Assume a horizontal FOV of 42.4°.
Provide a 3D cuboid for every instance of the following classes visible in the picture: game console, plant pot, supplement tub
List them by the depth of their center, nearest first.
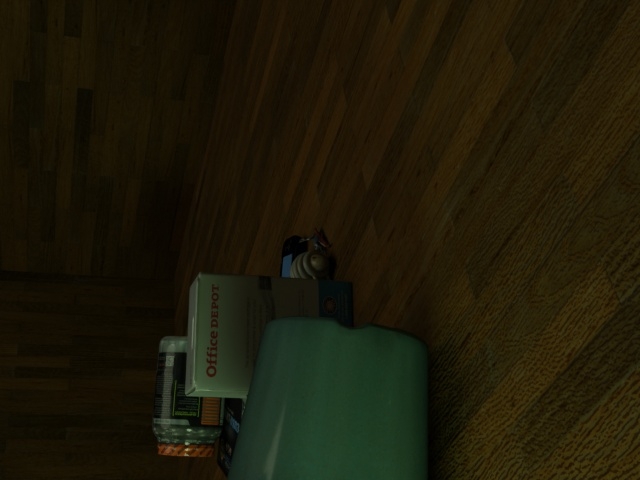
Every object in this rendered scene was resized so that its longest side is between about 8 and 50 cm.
[{"bbox_3d":[0.016,0.300,1.205,0.341,0.341,0.334,139,140,-67],"label":"plant pot"},{"bbox_3d":[-0.090,0.170,1.973,0.213,0.043,0.362,-15,67,58],"label":"game console"},{"bbox_3d":[-0.382,0.456,2.422,0.207,0.207,0.338,147,128,-70],"label":"supplement tub"}]

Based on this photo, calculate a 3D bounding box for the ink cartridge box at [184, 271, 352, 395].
[{"bbox_3d":[-0.100,0.191,1.603,0.129,0.307,0.223,137,135,-66],"label":"ink cartridge box"}]

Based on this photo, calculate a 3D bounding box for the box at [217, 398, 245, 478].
[{"bbox_3d":[-0.229,0.535,2.367,0.295,0.073,0.294,-172,85,-73],"label":"box"}]

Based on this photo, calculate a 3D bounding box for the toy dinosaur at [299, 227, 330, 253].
[{"bbox_3d":[0.000,0.000,1.825,0.090,0.047,0.082,-25,45,33],"label":"toy dinosaur"}]

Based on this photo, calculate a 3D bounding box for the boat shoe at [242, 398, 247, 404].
[{"bbox_3d":[-0.130,0.344,1.860,0.114,0.091,0.303,38,149,47],"label":"boat shoe"}]

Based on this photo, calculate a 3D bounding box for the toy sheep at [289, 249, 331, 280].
[{"bbox_3d":[-0.024,0.068,1.772,0.132,0.091,0.091,-36,49,45],"label":"toy sheep"}]
